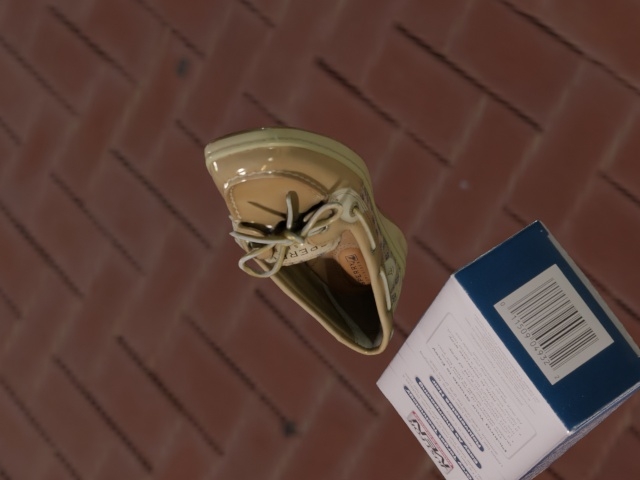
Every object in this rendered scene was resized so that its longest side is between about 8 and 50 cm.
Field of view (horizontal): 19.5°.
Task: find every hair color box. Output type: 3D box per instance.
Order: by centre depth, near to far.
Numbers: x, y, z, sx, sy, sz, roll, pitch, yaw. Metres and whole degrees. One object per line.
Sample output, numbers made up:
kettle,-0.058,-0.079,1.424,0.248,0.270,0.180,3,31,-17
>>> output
hair color box,0.171,0.129,1.736,0.174,0.105,0.347,55,160,11

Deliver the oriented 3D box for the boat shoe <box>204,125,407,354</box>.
boat shoe,0.000,0.000,1.418,0.104,0.285,0.089,-12,63,22
